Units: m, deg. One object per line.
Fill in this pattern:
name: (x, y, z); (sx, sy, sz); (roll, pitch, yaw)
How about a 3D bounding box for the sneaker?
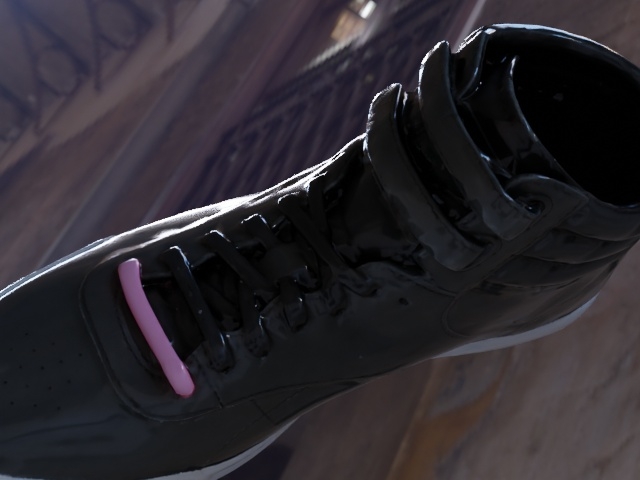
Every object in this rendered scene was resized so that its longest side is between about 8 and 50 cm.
sneaker: (0.000, 0.000, 0.548); (0.105, 0.295, 0.147); (63, -27, 21)
